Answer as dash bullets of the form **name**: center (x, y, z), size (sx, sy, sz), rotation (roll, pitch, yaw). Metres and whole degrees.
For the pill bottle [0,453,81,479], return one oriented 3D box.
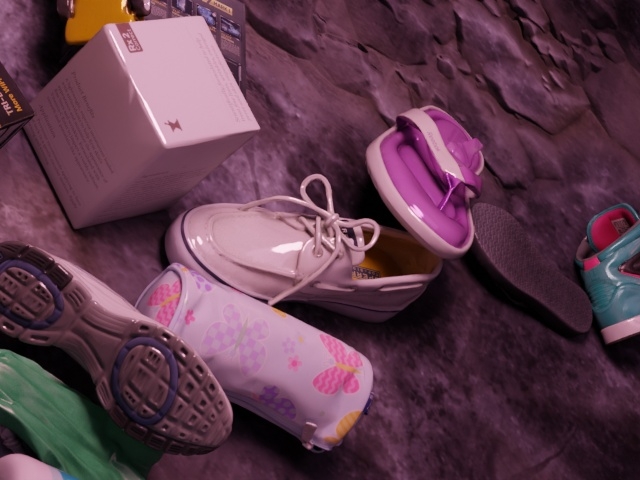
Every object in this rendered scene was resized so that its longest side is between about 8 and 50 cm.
- **pill bottle**: center (-0.201, 0.307, 1.591), size (0.264, 0.146, 0.146), rotation (30, 44, -27)

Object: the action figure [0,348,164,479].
- **action figure**: center (-0.265, 0.178, 1.688), size (0.232, 0.063, 0.137), rotation (40, 42, -21)

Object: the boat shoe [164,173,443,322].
- **boat shoe**: center (0.003, 0.008, 2.008), size (0.367, 0.156, 0.136), rotation (15, 52, -38)

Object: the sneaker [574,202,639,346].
- **sneaker**: center (0.461, 0.030, 2.486), size (0.295, 0.123, 0.178), rotation (-19, 84, -50)

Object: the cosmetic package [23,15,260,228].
- **cosmetic package**: center (-0.197, -0.129, 1.890), size (0.151, 0.183, 0.151), rotation (-14, 73, -49)

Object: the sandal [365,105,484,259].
- **sandal**: center (0.151, -0.106, 2.199), size (0.169, 0.102, 0.416), rotation (39, 20, -9)

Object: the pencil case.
- **pencil case**: center (-0.076, 0.129, 1.877), size (0.273, 0.113, 0.124), rotation (29, 78, -28)

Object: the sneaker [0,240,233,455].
- **sneaker**: center (-0.202, 0.097, 1.735), size (0.297, 0.111, 0.129), rotation (40, 8, 2)

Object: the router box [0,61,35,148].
- **router box**: center (-0.469, -0.201, 1.755), size (0.309, 0.081, 0.243), rotation (55, 39, 3)

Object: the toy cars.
- **toy cars**: center (-0.295, -0.368, 1.989), size (0.394, 0.176, 0.087), rotation (48, 0, 22)

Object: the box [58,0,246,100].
- **box**: center (-0.196, -0.247, 2.079), size (0.232, 0.059, 0.183), rotation (23, 48, -31)

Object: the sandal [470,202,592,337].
- **sandal**: center (0.268, 0.051, 2.335), size (0.254, 0.054, 0.097), rotation (44, 46, -27)
